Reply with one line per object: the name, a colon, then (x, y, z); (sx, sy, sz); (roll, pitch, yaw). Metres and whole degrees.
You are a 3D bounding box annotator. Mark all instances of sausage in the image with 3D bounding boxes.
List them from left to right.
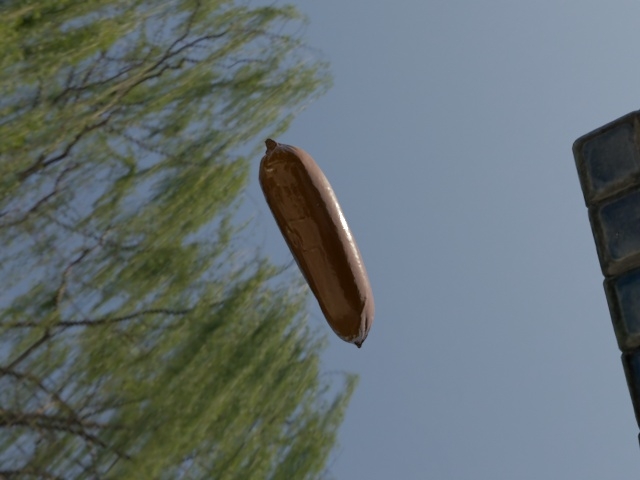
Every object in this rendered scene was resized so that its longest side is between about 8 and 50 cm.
sausage: (0.000, 0.000, 0.873); (0.054, 0.062, 0.183); (-26, -92, 36)

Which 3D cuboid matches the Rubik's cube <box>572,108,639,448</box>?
Rubik's cube: (0.317, 0.024, 0.623); (0.237, 0.238, 0.236); (-26, -121, 36)
